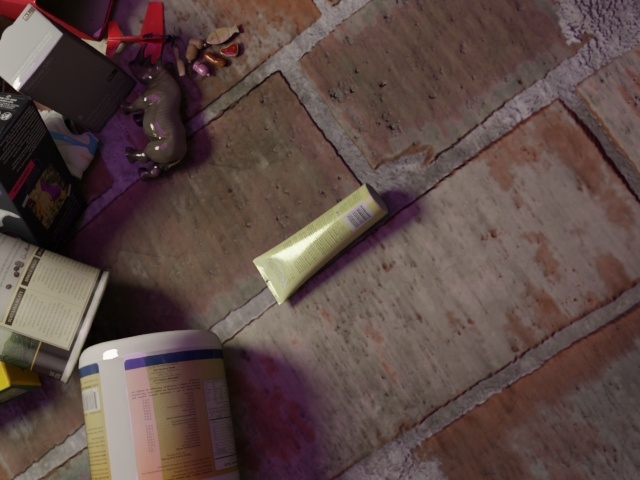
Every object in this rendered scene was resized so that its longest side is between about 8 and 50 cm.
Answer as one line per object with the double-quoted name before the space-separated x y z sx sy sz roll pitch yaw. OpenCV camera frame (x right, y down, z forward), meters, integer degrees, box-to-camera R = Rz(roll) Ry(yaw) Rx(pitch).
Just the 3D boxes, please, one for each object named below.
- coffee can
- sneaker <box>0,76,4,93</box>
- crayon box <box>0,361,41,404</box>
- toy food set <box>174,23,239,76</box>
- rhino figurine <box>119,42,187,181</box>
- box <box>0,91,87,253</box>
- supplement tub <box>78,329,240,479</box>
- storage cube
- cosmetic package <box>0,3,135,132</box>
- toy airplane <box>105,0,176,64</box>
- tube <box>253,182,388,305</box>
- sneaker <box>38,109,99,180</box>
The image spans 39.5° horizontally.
"coffee can" -0.511 0.097 1.463 0.275 0.201 0.202 21 89 -12
"sneaker" -0.640 -0.387 1.617 0.099 0.153 0.282 -15 95 -15
"crayon box" -0.729 0.195 1.626 0.363 0.106 0.313 -26 77 11
"toy food set" -0.195 -0.330 1.579 0.122 0.019 0.078 -15 79 7
"rhino figurine" -0.291 -0.233 1.566 0.106 0.073 0.243 -13 78 19
"box" -0.537 -0.108 1.508 0.165 0.270 0.143 12 54 18
"supplement tub" -0.249 0.312 1.399 0.228 0.228 0.316 -12 79 15
"storage cube" -0.496 -0.486 1.593 0.193 0.215 0.184 16 88 24
"cosmetic package" -0.441 -0.290 1.532 0.107 0.238 0.127 40 96 18
"toy airplane" -0.331 -0.369 1.619 0.151 0.028 0.151 -3 80 16
"tube" 0.000 0.000 1.458 0.240 0.062 0.070 -38 30 14
"sneaker" -0.507 -0.200 1.627 0.228 0.087 0.092 31 86 11
